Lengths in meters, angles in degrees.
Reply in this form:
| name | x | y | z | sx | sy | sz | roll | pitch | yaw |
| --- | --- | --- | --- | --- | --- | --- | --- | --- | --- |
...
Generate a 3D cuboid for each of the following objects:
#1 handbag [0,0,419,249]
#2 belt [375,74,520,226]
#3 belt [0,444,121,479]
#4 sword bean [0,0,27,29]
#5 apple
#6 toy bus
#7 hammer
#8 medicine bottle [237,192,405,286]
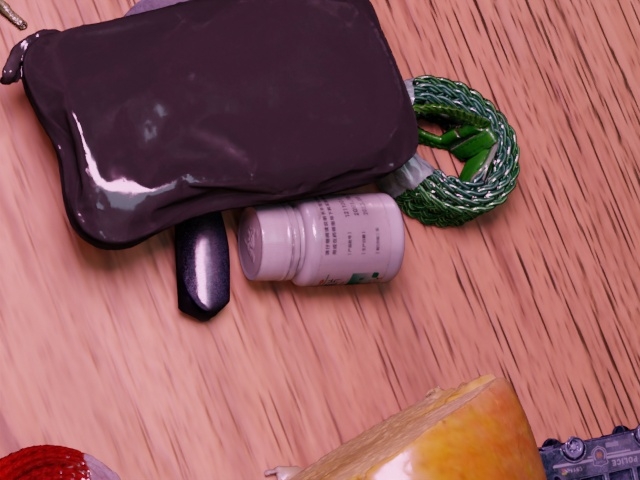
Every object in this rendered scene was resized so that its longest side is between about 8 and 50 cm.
| name | x | y | z | sx | sy | sz | roll | pitch | yaw |
| --- | --- | --- | --- | --- | --- | --- | --- | --- | --- |
| handbag | -0.087 | -0.110 | 1.348 | 0.332 | 0.075 | 0.191 | -15 | 79 | -23 |
| belt | 0.108 | -0.084 | 1.458 | 0.151 | 0.079 | 0.121 | 31 | 68 | -11 |
| belt | -0.232 | 0.244 | 1.193 | 0.128 | 0.124 | 0.201 | 45 | 33 | 1 |
| sword bean | -0.280 | -0.210 | 1.375 | 0.083 | 0.012 | 0.012 | 48 | 65 | -6 |
| apple | 0.059 | 0.243 | 1.233 | 0.252 | 0.309 | 0.314 | 16 | 74 | -18 |
| toy bus | 0.257 | 0.203 | 1.463 | 0.166 | 0.047 | 0.065 | -8 | 84 | -24 |
| hammer | -0.118 | -0.075 | 1.390 | 0.137 | 0.037 | 0.289 | -1 | 77 | -22 |
| medicine bottle | 0.000 | 0.000 | 1.394 | 0.130 | 0.080 | 0.080 | -3 | 78 | -21 |
